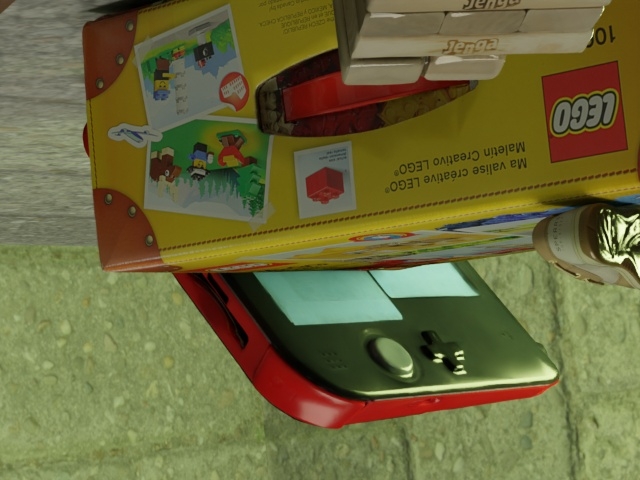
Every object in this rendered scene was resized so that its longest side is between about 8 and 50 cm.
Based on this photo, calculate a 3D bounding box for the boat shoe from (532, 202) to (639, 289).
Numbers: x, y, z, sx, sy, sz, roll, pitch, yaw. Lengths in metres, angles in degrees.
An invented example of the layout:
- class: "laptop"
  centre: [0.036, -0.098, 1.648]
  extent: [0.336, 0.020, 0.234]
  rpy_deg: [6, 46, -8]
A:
- class: "boat shoe"
  centre: [0.171, 0.003, 1.150]
  extent: [0.045, 0.050, 0.135]
  rpy_deg: [-4, 166, 29]

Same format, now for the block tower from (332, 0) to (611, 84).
- class: "block tower"
  centre: [0.068, -0.167, 0.554]
  extent: [0.091, 0.097, 0.335]
  rpy_deg: [-3, 158, -10]

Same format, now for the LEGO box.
- class: "LEGO box"
  centre: [0.140, -0.098, 1.332]
  extent: [0.500, 0.193, 0.372]
  rpy_deg: [-9, 174, 39]

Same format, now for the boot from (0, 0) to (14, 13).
- class: "boot"
  centre: [-0.128, -0.200, 0.533]
  extent: [0.220, 0.109, 0.283]
  rpy_deg: [27, 138, -26]

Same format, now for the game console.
- class: "game console"
  centre: [0.000, 0.000, 1.625]
  extent: [0.342, 0.386, 0.060]
  rpy_deg: [-4, 137, -45]
